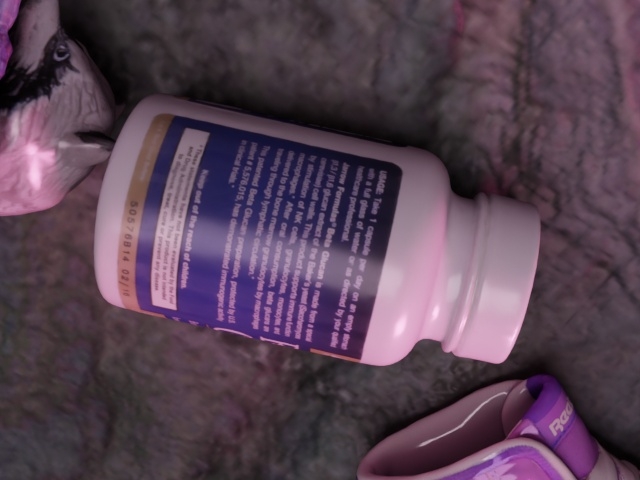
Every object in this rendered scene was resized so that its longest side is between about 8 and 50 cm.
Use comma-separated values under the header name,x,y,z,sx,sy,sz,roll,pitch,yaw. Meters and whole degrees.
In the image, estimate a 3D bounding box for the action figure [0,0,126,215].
name,x,y,z,sx,sy,sz,roll,pitch,yaw
action figure,-0.229,-0.119,0.364,0.330,0.178,0.341,23,86,-9

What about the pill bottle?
name,x,y,z,sx,sy,sz,roll,pitch,yaw
pill bottle,0.000,0.000,0.381,0.169,0.094,0.094,13,113,3

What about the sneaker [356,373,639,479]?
name,x,y,z,sx,sy,sz,roll,pitch,yaw
sneaker,0.152,0.140,0.417,0.282,0.102,0.161,-4,108,9
